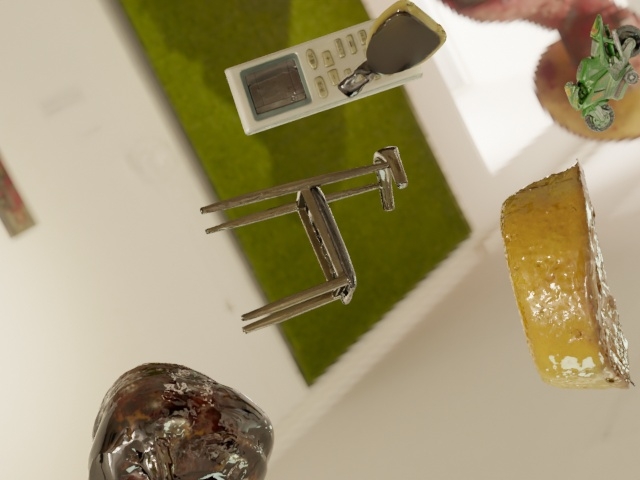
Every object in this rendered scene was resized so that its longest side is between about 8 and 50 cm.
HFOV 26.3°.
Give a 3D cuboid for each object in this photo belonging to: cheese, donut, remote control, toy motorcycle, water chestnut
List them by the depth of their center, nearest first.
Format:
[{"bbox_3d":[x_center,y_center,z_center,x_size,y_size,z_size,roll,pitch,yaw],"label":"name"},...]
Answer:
[{"bbox_3d":[0.286,0.051,1.609,0.109,0.277,0.277,-14,-169,13],"label":"donut"},{"bbox_3d":[0.081,-0.234,1.744,0.162,0.086,0.036,-41,-153,35],"label":"cheese"},{"bbox_3d":[-0.209,0.314,1.935,0.289,0.289,0.244,-21,-168,41],"label":"water chestnut"},{"bbox_3d":[0.005,-0.248,2.028,0.277,0.102,0.055,-18,179,2],"label":"remote control"},{"bbox_3d":[0.476,-0.281,2.320,0.106,0.190,0.074,16,-164,-11],"label":"toy motorcycle"}]

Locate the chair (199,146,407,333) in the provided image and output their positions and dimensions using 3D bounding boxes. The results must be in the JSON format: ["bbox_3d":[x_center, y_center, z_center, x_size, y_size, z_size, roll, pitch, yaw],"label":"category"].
[{"bbox_3d":[0.000,0.000,1.779,0.272,0.166,0.188,-21,172,-5],"label":"chair"}]
